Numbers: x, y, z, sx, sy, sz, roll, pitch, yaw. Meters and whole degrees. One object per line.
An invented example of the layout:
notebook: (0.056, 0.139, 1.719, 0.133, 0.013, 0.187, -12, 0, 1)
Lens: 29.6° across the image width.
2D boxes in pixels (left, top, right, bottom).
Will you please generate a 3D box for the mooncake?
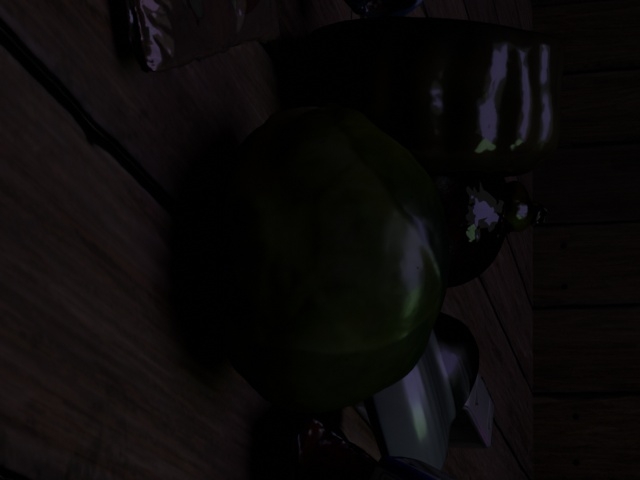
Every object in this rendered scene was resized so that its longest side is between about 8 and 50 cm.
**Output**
mooncake: (0.118, -0.146, 1.300, 0.290, 0.290, 0.161, -10, 102, -74)

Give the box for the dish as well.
dish: (0.102, 0.127, 1.296, 0.273, 0.134, 0.273, 163, -90, -87)

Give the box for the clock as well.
clock: (0.133, 0.205, 1.520, 0.197, 0.150, 0.063, 58, 35, -60)

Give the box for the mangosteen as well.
mangosteen: (0.170, -0.041, 1.586, 0.216, 0.216, 0.216, -3, 90, -74)

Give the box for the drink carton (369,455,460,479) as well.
drink carton: (0.045, 0.352, 1.071, 0.315, 0.106, 0.130, -64, 159, -2)

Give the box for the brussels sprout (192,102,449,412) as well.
brussels sprout: (0.000, 0.000, 1.019, 0.219, 0.210, 0.271, 77, 3, -47)

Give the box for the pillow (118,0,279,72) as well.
pillow: (-0.099, -0.212, 0.965, 0.248, 0.049, 0.135, -40, 125, -65)

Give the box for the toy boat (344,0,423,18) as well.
toy boat: (0.030, -0.334, 1.289, 0.223, 0.100, 0.097, 58, 0, -9)

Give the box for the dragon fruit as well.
dragon fruit: (-0.013, 0.224, 1.158, 0.127, 0.120, 0.161, -54, 128, -11)
